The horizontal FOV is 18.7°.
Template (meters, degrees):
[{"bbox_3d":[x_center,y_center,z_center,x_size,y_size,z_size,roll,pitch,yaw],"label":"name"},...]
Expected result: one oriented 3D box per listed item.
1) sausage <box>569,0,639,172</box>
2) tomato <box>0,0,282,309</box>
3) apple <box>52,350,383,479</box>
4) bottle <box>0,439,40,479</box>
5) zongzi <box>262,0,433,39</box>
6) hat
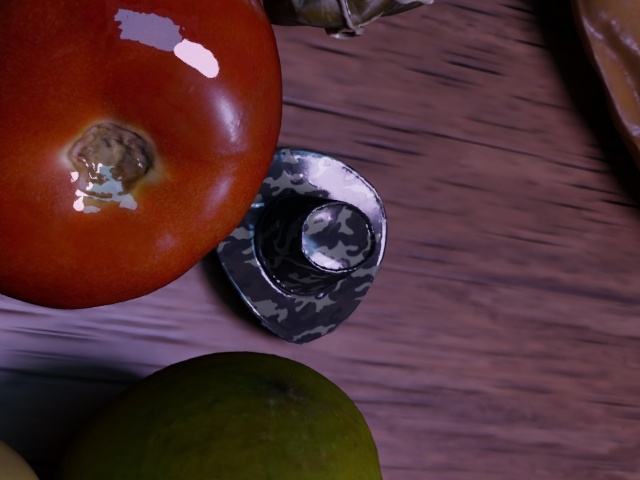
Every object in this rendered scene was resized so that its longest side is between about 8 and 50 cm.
[{"bbox_3d":[0.236,-0.111,1.200,0.136,0.120,0.241,-43,111,-43],"label":"sausage"},{"bbox_3d":[-0.111,-0.064,0.911,0.195,0.136,0.195,-8,123,-13],"label":"tomato"},{"bbox_3d":[-0.049,0.148,0.935,0.157,0.196,0.196,-7,91,-17],"label":"apple"},{"bbox_3d":[-0.205,0.244,0.820,0.171,0.171,0.351,22,74,-33],"label":"bottle"},{"bbox_3d":[-0.013,-0.222,0.989,0.241,0.111,0.248,65,15,-6],"label":"zongzi"},{"bbox_3d":[0.000,0.000,1.062,0.121,0.050,0.121,5,82,-38],"label":"hat"}]
